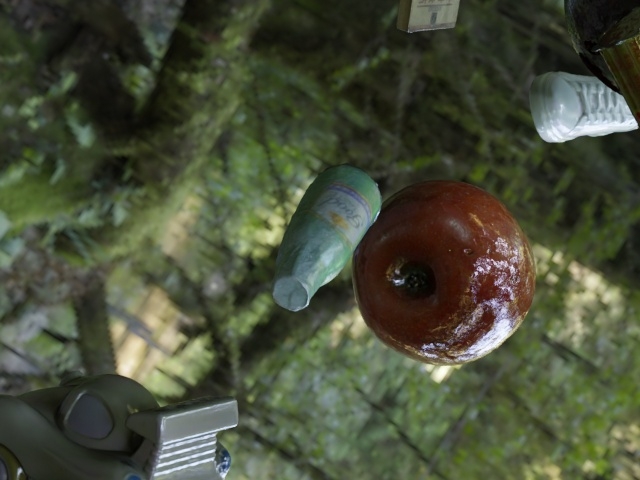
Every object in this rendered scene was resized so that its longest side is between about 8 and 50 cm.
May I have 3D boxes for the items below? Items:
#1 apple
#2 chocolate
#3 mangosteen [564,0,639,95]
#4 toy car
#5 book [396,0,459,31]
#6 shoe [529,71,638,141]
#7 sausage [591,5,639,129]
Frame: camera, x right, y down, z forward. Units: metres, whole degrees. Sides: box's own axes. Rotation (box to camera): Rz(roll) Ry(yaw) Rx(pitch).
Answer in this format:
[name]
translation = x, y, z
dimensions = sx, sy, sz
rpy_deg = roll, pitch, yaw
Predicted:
[apple]
translation = 0.222, 0.061, 2.641
dimensions = 0.348, 0.348, 0.277
rpy_deg = -61, 162, 18
[chocolate]
translation = 0.000, 0.000, 1.937
dimensions = 0.110, 0.110, 0.291
rpy_deg = -64, 178, 33
[mangosteen]
translation = 0.436, -0.286, 1.704
dimensions = 0.300, 0.300, 0.300
rpy_deg = -55, 170, -14
[toy car]
translation = -0.303, 0.267, 1.963
dimensions = 0.242, 0.336, 0.226
rpy_deg = -7, 116, -54
[book]
translation = 0.183, -0.443, 2.227
dimensions = 0.161, 0.026, 0.230
rpy_deg = -16, 119, -54
[shoe]
translation = 0.373, -0.186, 1.922
dimensions = 0.265, 0.110, 0.095
rpy_deg = -9, 91, -59
[sausage]
translation = 0.382, -0.059, 1.425
dimensions = 0.082, 0.371, 0.082
rpy_deg = -29, -162, 10
